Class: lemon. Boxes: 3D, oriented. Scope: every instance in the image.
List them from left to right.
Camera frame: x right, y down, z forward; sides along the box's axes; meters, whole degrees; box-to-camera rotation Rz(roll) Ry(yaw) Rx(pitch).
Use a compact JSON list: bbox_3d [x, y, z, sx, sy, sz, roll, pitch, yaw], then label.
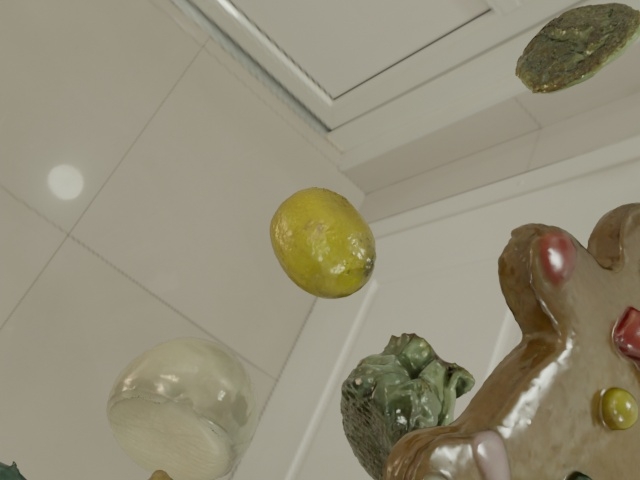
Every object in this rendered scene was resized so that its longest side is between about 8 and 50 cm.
[{"bbox_3d":[0.000,0.000,0.596,0.082,0.082,0.111,-2,38,-36],"label":"lemon"}]

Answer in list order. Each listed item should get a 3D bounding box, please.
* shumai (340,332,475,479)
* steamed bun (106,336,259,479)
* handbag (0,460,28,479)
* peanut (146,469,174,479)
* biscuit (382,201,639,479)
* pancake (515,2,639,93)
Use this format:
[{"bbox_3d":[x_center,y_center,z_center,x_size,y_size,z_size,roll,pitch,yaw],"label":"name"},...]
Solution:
[{"bbox_3d":[0.111,0.201,0.834,0.141,0.184,0.184,-31,98,-23],"label":"shumai"},{"bbox_3d":[-0.160,0.199,0.882,0.177,0.228,0.131,25,49,0],"label":"steamed bun"},{"bbox_3d":[-0.255,0.212,0.263,0.326,0.089,0.239,5,41,-39],"label":"handbag"},{"bbox_3d":[-0.177,0.286,0.635,0.083,0.194,0.093,29,18,-7],"label":"peanut"},{"bbox_3d":[0.225,0.119,0.575,0.432,0.064,0.283,-44,108,-31],"label":"biscuit"},{"bbox_3d":[0.206,-0.158,0.590,0.017,0.108,0.108,49,56,-30],"label":"pancake"}]
